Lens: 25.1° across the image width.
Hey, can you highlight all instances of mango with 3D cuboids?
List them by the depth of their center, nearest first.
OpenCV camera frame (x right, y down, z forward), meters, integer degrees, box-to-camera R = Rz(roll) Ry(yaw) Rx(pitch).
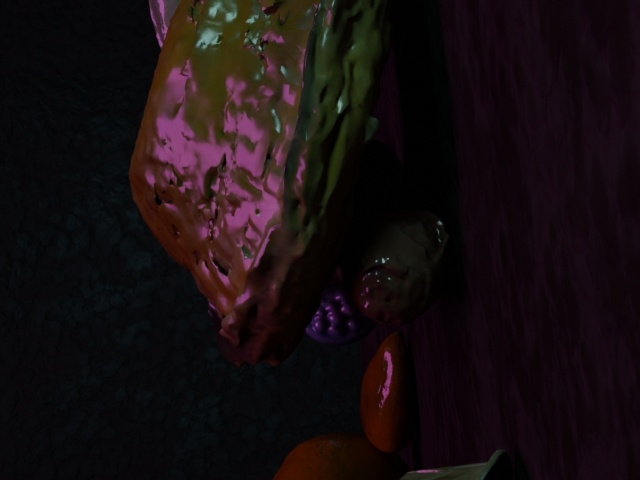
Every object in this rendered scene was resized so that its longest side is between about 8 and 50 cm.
[{"bbox_3d":[0.084,0.186,1.729,0.101,0.066,0.187,-100,11,-46],"label":"mango"}]

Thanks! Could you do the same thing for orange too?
[{"bbox_3d":[0.030,0.352,1.818,0.219,0.193,0.219,26,-124,-46],"label":"orange"}]

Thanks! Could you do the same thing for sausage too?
[{"bbox_3d":[0.052,-0.014,1.259,0.094,0.094,0.419,59,-176,-13],"label":"sausage"}]

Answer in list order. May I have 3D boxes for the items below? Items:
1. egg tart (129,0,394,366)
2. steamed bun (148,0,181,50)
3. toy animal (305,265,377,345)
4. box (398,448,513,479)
[{"bbox_3d":[-0.052,-0.119,1.201,0.443,0.178,0.443,-166,90,-85],"label":"egg tart"},{"bbox_3d":[-0.057,-0.258,1.506,0.152,0.238,0.170,-98,-6,-77],"label":"steamed bun"},{"bbox_3d":[-0.007,-0.019,1.653,0.221,0.210,0.230,-97,-18,-62],"label":"toy animal"},{"bbox_3d":[0.092,0.222,0.908,0.111,0.111,0.177,-102,9,-75],"label":"box"}]
